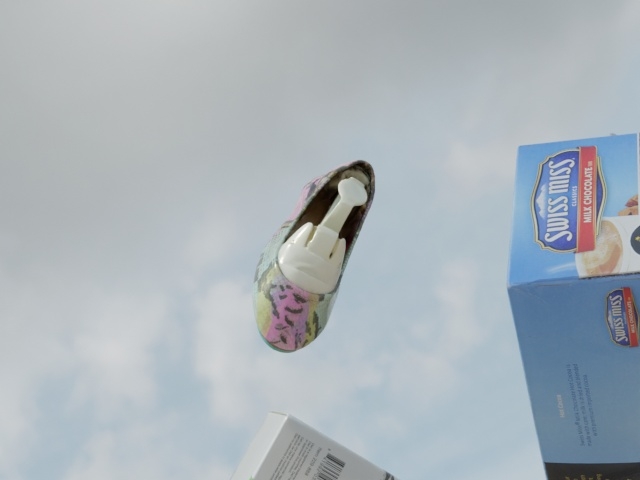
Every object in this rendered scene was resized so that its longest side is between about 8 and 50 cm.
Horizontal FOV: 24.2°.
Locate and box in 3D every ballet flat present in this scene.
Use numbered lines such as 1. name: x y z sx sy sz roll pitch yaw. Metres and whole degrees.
1. ballet flat: 0.000 0.000 1.292 0.077 0.221 0.079 32 -49 -7

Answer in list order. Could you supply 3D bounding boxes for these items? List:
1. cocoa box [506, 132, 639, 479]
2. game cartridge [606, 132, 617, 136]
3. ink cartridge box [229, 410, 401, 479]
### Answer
1. cocoa box: 0.326 0.091 1.511 0.227 0.231 0.347 -5 -52 15
2. game cartridge: 0.415 0.007 1.774 0.196 0.294 0.060 25 -50 -8
3. ink cartridge box: 0.011 0.397 2.063 0.211 0.289 0.121 -60 11 -11
